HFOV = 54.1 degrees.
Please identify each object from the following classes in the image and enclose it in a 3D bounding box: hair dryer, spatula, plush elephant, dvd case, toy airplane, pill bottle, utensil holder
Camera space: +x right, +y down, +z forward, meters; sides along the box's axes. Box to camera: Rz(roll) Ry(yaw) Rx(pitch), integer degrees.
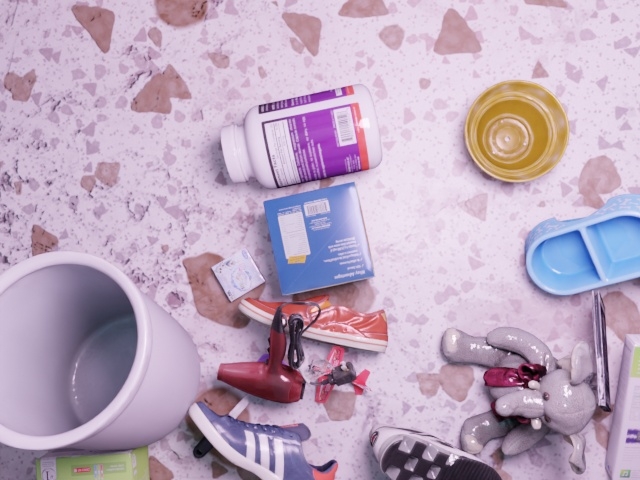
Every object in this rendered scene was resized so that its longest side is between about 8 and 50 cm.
[{"bbox_3d":[-0.088,0.240,1.304,0.293,0.080,0.224,-26,106,18],"label":"hair dryer"},{"bbox_3d":[-0.181,0.372,1.388,0.084,0.030,0.296,43,91,1],"label":"spatula"},{"bbox_3d":[0.425,0.310,1.242,0.329,0.255,0.272,-4,87,3],"label":"plush elephant"},{"bbox_3d":[0.566,0.226,1.264,0.018,0.164,0.222,-4,71,27],"label":"dvd case"},{"bbox_3d":[0.044,0.297,1.371,0.151,0.028,0.151,3,108,9],"label":"toy airplane"},{"bbox_3d":[-0.039,-0.213,1.332,0.322,0.181,0.182,-11,87,3],"label":"pill bottle"},{"bbox_3d":[-0.427,0.236,1.197,0.327,0.385,0.328,-1,69,4],"label":"utensil holder"}]

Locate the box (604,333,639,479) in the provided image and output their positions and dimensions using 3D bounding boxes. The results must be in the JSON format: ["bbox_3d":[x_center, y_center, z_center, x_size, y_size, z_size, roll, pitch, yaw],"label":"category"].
[{"bbox_3d":[0.721,0.344,1.271,0.232,0.058,0.322,1,110,3],"label":"box"}]

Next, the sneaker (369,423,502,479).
[{"bbox_3d":[0.245,0.468,1.319,0.330,0.146,0.123,33,89,-17],"label":"sneaker"}]

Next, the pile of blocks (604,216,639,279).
[{"bbox_3d":[0.736,0.053,1.300,0.362,0.112,0.149,50,130,0],"label":"pile of blocks"}]

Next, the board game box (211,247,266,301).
[{"bbox_3d":[-0.183,0.076,1.407,0.090,0.020,0.090,-30,86,2],"label":"board game box"}]

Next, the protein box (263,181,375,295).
[{"bbox_3d":[0.000,0.000,1.342,0.199,0.136,0.201,-12,87,2],"label":"protein box"}]

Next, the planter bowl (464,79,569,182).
[{"bbox_3d":[0.412,-0.226,1.350,0.217,0.090,0.218,0,87,3],"label":"planter bowl"}]

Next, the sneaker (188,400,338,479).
[{"bbox_3d":[-0.113,0.426,1.336,0.350,0.131,0.148,40,77,-8],"label":"sneaker"}]

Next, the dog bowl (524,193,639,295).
[{"bbox_3d":[0.554,0.018,1.267,0.297,0.074,0.166,-21,98,34],"label":"dog bowl"}]

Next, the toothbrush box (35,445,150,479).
[{"bbox_3d":[-0.481,0.589,1.351,0.206,0.122,0.284,-5,86,2],"label":"toothbrush box"}]

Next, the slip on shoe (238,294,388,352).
[{"bbox_3d":[-0.012,0.164,1.350,0.330,0.123,0.102,11,79,-1],"label":"slip on shoe"}]
